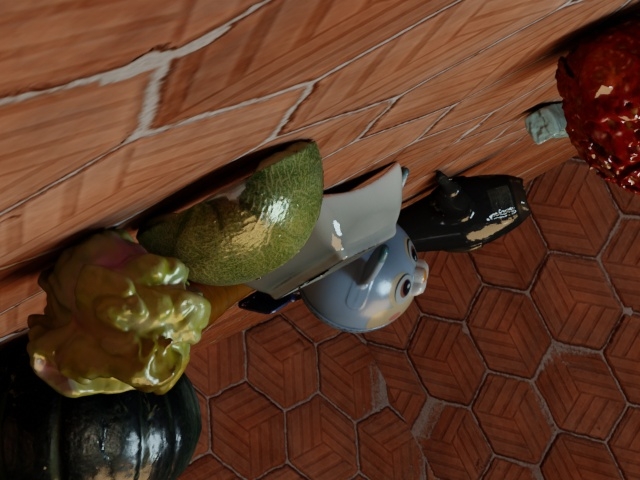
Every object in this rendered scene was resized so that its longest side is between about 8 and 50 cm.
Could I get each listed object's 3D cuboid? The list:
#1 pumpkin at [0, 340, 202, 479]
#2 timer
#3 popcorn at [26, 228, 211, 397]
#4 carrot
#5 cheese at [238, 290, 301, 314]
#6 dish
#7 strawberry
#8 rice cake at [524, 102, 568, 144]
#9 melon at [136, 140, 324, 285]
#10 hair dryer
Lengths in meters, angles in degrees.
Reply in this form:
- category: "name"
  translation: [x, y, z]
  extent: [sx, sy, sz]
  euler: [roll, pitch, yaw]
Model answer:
- category: "pumpkin"
  translation: [-0.247, 0.180, 1.566]
  extent: [0.250, 0.216, 0.250]
  euler: [5, 173, 1]
- category: "timer"
  translation: [0.075, 0.026, 1.872]
  extent: [0.175, 0.175, 0.255]
  euler: [-24, 179, -39]
- category: "popcorn"
  translation: [-0.148, 0.055, 1.099]
  extent: [0.145, 0.126, 0.125]
  euler: [-2, 169, 44]
- category: "carrot"
  translation: [-0.132, 0.069, 1.862]
  extent: [0.069, 0.069, 0.336]
  euler: [-29, 179, 28]
- category: "cheese"
  translation: [-0.005, 0.039, 2.037]
  extent: [0.244, 0.062, 0.155]
  euler: [-29, -156, -35]
- category: "dish"
  translation: [0.000, 0.000, 1.692]
  extent: [0.151, 0.077, 0.212]
  euler: [-23, 174, -40]
- category: "strawberry"
  translation: [0.304, -0.134, 1.387]
  extent: [0.184, 0.187, 0.201]
  euler: [-15, 151, 42]
- category: "rice cake"
  translation: [0.310, -0.155, 1.954]
  extent: [0.042, 0.045, 0.245]
  euler: [-31, 174, 21]
- category: "melon"
  translation: [-0.059, -0.010, 1.137]
  extent: [0.160, 0.079, 0.128]
  euler: [-27, 178, 0]
- category: "hair dryer"
  translation: [0.157, -0.052, 2.225]
  extent: [0.303, 0.120, 0.359]
  euler: [-13, 167, 7]
